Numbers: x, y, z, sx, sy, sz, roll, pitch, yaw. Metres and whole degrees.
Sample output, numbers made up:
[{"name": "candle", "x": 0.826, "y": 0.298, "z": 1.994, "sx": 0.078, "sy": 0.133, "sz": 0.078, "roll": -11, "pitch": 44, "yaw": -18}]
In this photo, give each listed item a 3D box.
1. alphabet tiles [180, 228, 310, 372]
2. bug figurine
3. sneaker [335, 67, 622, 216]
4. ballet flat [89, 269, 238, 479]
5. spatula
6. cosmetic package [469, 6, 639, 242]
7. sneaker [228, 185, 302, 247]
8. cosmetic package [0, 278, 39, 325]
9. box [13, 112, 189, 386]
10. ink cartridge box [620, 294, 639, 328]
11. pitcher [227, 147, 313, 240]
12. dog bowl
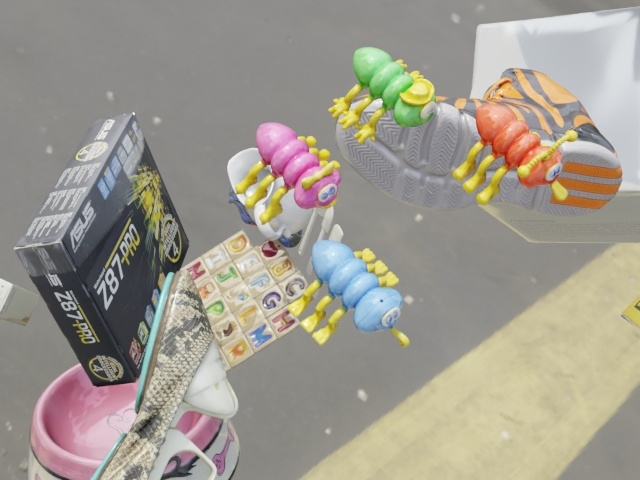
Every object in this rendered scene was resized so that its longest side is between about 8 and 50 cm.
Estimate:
[{"name": "alphabet tiles", "x": -0.201, "y": 0.136, "z": 2.065, "sx": 0.285, "sy": 0.343, "sz": 0.011, "roll": 57, "pitch": -1, "yaw": 33}, {"name": "bug figurine", "x": 0.062, "y": -0.053, "z": 0.781, "sx": 0.279, "sy": 0.072, "sz": 0.216, "roll": -40, "pitch": 72, "yaw": -20}, {"name": "sneaker", "x": 0.169, "y": -0.124, "z": 1.087, "sx": 0.321, "sy": 0.124, "sz": 0.180, "roll": 12, "pitch": 36, "yaw": -11}, {"name": "ballet flat", "x": -0.229, "y": 0.290, "z": 1.413, "sx": 0.182, "sy": 0.164, "sz": 0.482, "roll": 21, "pitch": 74, "yaw": 0}, {"name": "spatula", "x": 0.000, "y": 0.000, "z": 2.078, "sx": 0.019, "sy": 0.242, "sz": 0.168, "roll": -5, "pitch": 53, "yaw": -21}, {"name": "cosmetic package", "x": 0.490, "y": -0.190, "z": 1.768, "sx": 0.394, "sy": 0.328, "sz": 0.329, "roll": 23, "pitch": 71, "yaw": -58}, {"name": "sneaker", "x": -0.121, "y": -0.058, "z": 2.077, "sx": 0.083, "sy": 0.087, "sz": 0.221, "roll": -7, "pitch": 48, "yaw": -49}, {"name": "cosmetic package", "x": -0.364, "y": 0.063, "z": 1.078, "sx": 0.060, "sy": 0.041, "sz": 0.115, "roll": 23, "pitch": -10, "yaw": 4}, {"name": "box", "x": -0.367, "y": 0.009, "z": 1.697, "sx": 0.097, "sy": 0.318, "sz": 0.394, "roll": -9, "pitch": 35, "yaw": 17}, {"name": "ink cartridge box", "x": 0.584, "y": 0.035, "z": 1.380, "sx": 0.072, "sy": 0.303, "sz": 0.307, "roll": 40, "pitch": 6, "yaw": -17}, {"name": "pitcher", "x": -0.088, "y": -0.062, "z": 1.838, "sx": 0.207, "sy": 0.126, "sz": 0.177, "roll": 39, "pitch": 35, "yaw": -63}, {"name": "dog bowl", "x": -0.362, "y": 0.361, "z": 1.824, "sx": 0.408, "sy": 0.150, "sz": 0.408, "roll": -2, "pitch": 31, "yaw": 1}]
